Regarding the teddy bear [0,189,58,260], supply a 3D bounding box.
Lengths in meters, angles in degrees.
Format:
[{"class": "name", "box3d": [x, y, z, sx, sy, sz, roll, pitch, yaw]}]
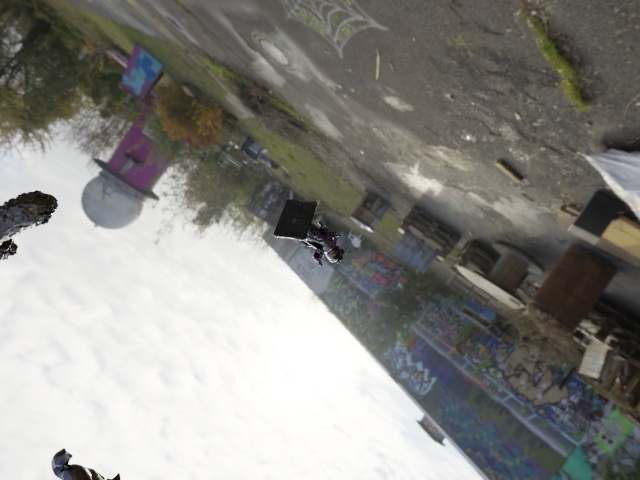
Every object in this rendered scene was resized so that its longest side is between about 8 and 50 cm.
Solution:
[{"class": "teddy bear", "box3d": [-0.328, -0.012, 0.382, 0.160, 0.078, 0.119, -12, 151, 26]}]

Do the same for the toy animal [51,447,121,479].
[{"class": "toy animal", "box3d": [-0.616, 0.687, 1.131, 0.122, 0.185, 0.298, -57, -48, -58]}]

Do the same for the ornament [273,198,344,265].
[{"class": "ornament", "box3d": [-0.004, 0.006, 0.870, 0.088, 0.081, 0.203, 10, 156, 36]}]
